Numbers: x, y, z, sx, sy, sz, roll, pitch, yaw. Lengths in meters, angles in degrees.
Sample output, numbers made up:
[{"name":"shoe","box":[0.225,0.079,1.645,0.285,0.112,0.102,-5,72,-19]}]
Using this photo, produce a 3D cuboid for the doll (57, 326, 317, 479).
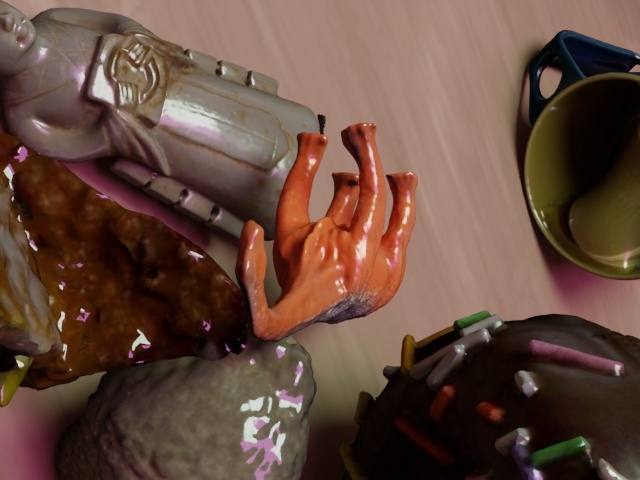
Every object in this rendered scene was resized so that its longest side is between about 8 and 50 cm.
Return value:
[{"name":"doll","box":[-0.022,0.171,0.427,0.202,0.286,0.091,-48,150,5]}]

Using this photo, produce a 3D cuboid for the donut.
[{"name":"donut","box":[0.079,0.156,0.494,0.103,0.270,0.270,11,74,-23]}]

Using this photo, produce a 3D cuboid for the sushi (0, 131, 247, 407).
[{"name":"sushi","box":[-0.184,0.034,0.354,0.296,0.167,0.179,-1,65,-51]}]

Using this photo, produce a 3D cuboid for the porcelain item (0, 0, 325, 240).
[{"name":"porcelain item","box":[-0.096,-0.069,0.510,0.213,0.054,0.084,23,66,-35]}]

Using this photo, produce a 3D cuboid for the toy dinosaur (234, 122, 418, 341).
[{"name":"toy dinosaur","box":[0.006,0.000,0.490,0.279,0.055,0.101,30,63,-71]}]

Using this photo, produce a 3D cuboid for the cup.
[{"name":"cup","box":[0.221,-0.069,0.754,0.155,0.131,0.176,-13,65,-46]}]
